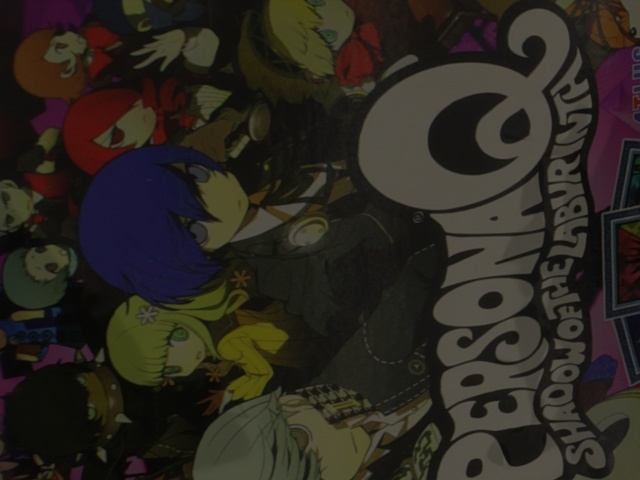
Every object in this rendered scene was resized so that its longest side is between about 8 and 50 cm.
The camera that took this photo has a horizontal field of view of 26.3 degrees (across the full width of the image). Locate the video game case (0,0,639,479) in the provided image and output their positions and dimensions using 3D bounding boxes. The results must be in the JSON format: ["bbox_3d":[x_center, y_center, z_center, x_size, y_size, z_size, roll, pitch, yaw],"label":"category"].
[{"bbox_3d":[0.000,0.000,0.355,0.210,0.042,0.232,-9,-72,-15],"label":"video game case"}]
